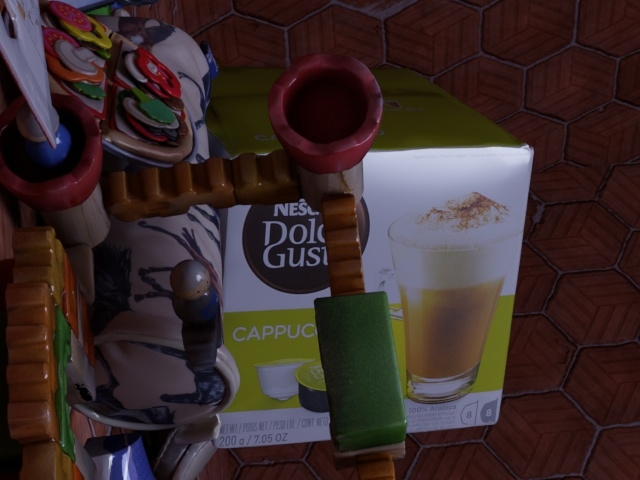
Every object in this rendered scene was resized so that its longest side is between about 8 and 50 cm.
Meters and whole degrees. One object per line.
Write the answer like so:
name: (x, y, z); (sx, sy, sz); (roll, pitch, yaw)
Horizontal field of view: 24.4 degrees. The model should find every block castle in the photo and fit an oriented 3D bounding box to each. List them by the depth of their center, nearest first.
block castle: (-0.081, 0.099, 1.056); (0.213, 0.303, 0.453); (84, -1, -68)

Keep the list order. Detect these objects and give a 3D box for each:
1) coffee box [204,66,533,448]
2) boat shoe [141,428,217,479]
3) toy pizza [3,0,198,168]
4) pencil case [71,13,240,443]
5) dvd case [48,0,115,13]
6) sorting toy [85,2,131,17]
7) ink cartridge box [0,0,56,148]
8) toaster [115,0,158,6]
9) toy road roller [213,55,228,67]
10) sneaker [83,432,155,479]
coffee box: (0.000, 0.000, 1.677); (0.338, 0.338, 0.334); (-133, -136, -61)
boat shoe: (-0.183, 0.255, 1.924); (0.116, 0.097, 0.324); (-55, 178, 1)
toy pizza: (-0.179, -0.141, 1.259); (0.032, 0.201, 0.201); (-46, -160, 22)
pencil case: (-0.163, -0.018, 1.361); (0.183, 0.160, 0.410); (35, 36, -42)
dvd case: (-0.245, -0.330, 1.350); (0.180, 0.022, 0.253); (-49, 135, -68)
sorting toy: (-0.249, -0.163, 1.753); (0.196, 0.047, 0.347); (-89, 174, -66)
ink cartridge box: (-0.229, -0.226, 0.916); (0.296, 0.066, 0.261); (86, -1, -71)
toaster: (-0.209, -0.330, 1.565); (0.227, 0.129, 0.146); (-15, 96, -63)
toy road roller: (-0.157, -0.147, 1.967); (0.240, 0.202, 0.329); (69, -24, 8)
sneaker: (-0.123, 0.322, 1.342); (0.127, 0.182, 0.315); (-111, -165, -81)
